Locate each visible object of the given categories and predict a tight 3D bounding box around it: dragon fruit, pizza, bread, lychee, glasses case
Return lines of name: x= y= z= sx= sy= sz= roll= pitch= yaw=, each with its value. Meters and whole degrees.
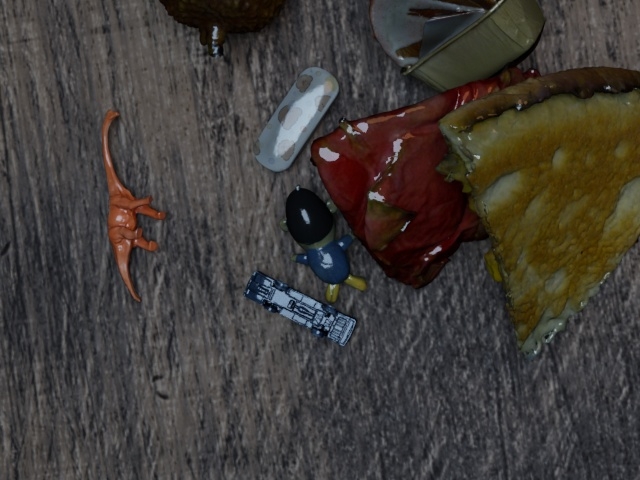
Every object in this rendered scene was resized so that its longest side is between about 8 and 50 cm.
dragon fruit: x=0.177 y=-0.081 z=1.683 sx=0.329 sy=0.286 sz=0.228 roll=-21 pitch=83 yaw=8
pizza: x=0.351 y=-0.092 z=1.697 sx=0.392 sy=0.435 sz=0.080 roll=-37 pitch=44 yaw=-13
bread: x=0.174 y=-0.304 z=1.724 sx=0.212 sy=0.142 sz=0.224 roll=40 pitch=137 yaw=-16
lychee: x=-0.138 y=-0.371 z=1.774 sx=0.200 sy=0.200 sz=0.238 roll=6 pitch=78 yaw=6
glasses case: x=-0.034 y=-0.174 z=1.833 sx=0.063 sy=0.041 sz=0.164 roll=35 pitch=92 yaw=5

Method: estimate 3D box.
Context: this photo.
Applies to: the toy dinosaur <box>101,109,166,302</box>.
toy dinosaur: x=-0.279 y=-0.049 z=1.849 sx=0.101 sy=0.055 sz=0.279 roll=4 pitch=92 yaw=28

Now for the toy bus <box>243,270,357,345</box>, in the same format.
toy bus: x=-0.027 y=0.096 z=1.818 sx=0.166 sy=0.065 sz=0.047 roll=26 pitch=92 yaw=7

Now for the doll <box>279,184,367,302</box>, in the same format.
doll: x=0.000 y=0.000 z=1.813 sx=0.102 sy=0.089 sz=0.179 roll=-22 pitch=111 yaw=5
